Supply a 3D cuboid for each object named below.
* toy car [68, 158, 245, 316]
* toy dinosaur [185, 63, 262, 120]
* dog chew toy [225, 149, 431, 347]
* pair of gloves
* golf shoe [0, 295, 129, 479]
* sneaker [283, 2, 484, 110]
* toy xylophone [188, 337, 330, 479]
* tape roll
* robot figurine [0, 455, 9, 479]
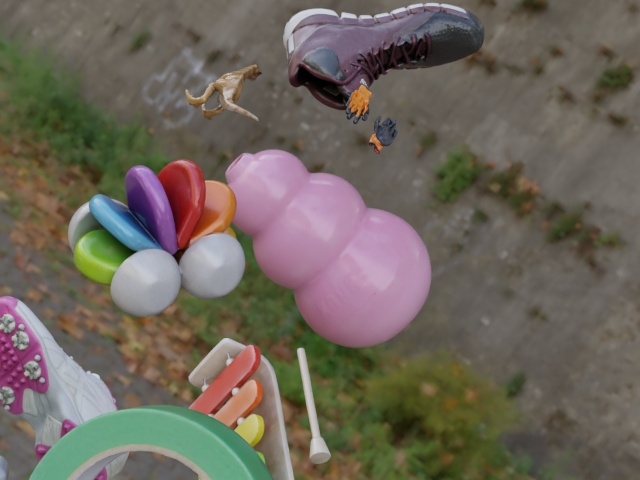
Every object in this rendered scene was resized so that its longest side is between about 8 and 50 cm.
[{"bbox_3d":[-0.168,-0.017,1.321,0.182,0.136,0.159,-14,39,-30],"label":"toy car"},{"bbox_3d":[-0.137,-0.215,1.856,0.064,0.112,0.211,56,21,-21],"label":"toy dinosaur"},{"bbox_3d":[0.000,0.000,1.812,0.332,0.206,0.206,42,0,-14],"label":"dog chew toy"},{"bbox_3d":[0.066,-0.158,1.640,0.083,0.010,0.074,49,40,-13],"label":"pair of gloves"},{"bbox_3d":[-0.375,0.212,1.811,0.306,0.115,0.140,62,27,-1],"label":"golf shoe"},{"bbox_3d":[0.086,-0.237,1.744,0.281,0.163,0.106,-2,-43,6],"label":"sneaker"},{"bbox_3d":[-0.096,0.276,1.781,0.081,0.236,0.323,16,35,-32],"label":"toy xylophone"},{"bbox_3d":[-0.201,0.358,1.511,0.321,0.321,0.077,35,5,14],"label":"tape roll"},{"bbox_3d":[-0.570,0.383,1.769,0.200,0.300,0.353,60,-5,-7],"label":"robot figurine"}]
